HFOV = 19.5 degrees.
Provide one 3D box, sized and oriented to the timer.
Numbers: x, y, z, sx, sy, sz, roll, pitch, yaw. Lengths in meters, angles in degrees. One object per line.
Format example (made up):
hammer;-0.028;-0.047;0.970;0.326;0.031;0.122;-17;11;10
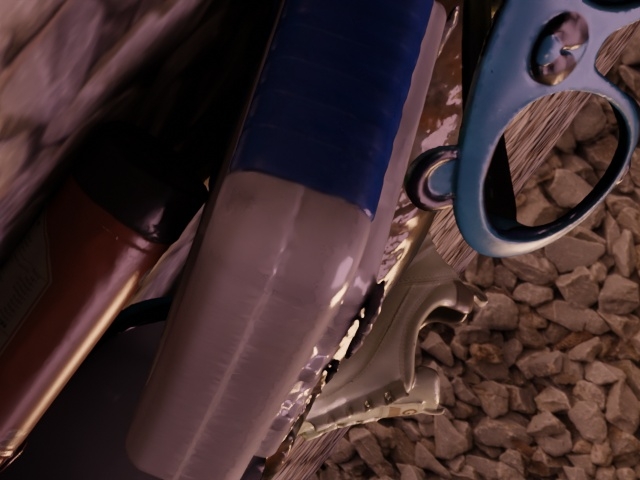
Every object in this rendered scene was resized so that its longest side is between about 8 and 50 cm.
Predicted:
timer;-0.013;-0.006;0.798;0.253;0.078;0.178;118;-11;-61

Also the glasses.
glasses;0.119;-0.124;0.856;0.207;0.102;0.239;-76;-175;-56

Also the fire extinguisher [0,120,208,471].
fire extinguisher;-0.111;0.037;0.714;0.177;0.050;0.062;-52;167;13

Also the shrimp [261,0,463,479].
shrimp;0.000;0.000;1.097;0.445;0.110;0.221;-57;180;15

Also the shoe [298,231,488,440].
shoe;0.028;0.120;1.606;0.316;0.159;0.124;-53;175;-15

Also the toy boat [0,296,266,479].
toy boat;-0.145;0.150;0.936;0.092;0.134;0.299;5;-131;52
